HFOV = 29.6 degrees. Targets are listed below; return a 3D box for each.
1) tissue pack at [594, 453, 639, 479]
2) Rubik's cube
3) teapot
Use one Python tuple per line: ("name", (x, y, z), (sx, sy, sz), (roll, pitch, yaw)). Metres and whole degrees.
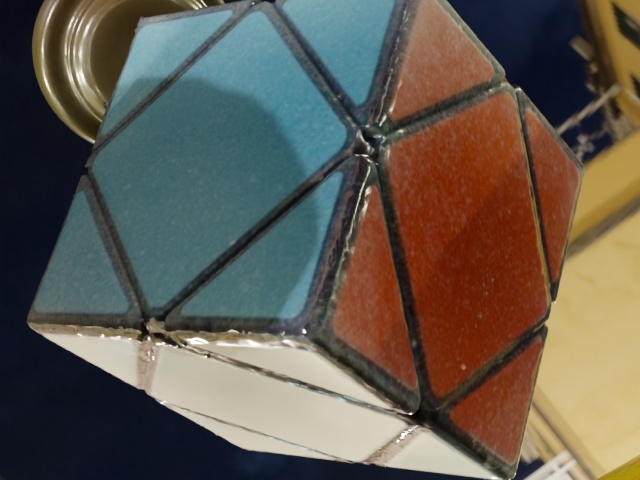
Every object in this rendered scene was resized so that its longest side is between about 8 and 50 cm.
("tissue pack", (0.191, 0.180, 0.292), (0.293, 0.382, 0.228), (-31, -83, 0))
("Rubik's cube", (0.000, 0.000, 0.678), (0.207, 0.205, 0.205), (37, -119, -44))
("teapot", (-0.165, -0.181, 1.091), (0.185, 0.175, 0.268), (-20, -74, -15))
